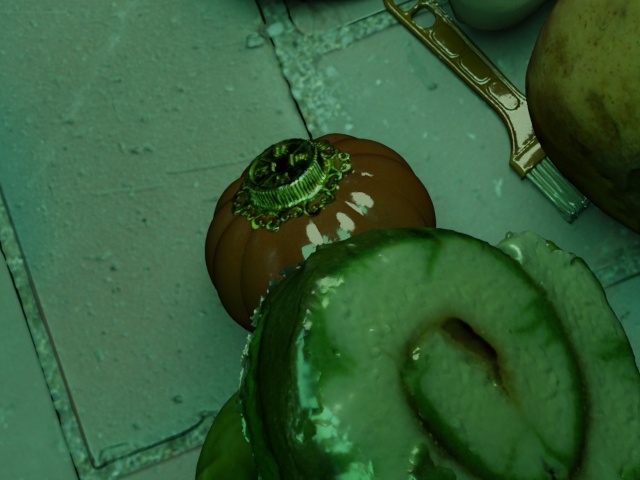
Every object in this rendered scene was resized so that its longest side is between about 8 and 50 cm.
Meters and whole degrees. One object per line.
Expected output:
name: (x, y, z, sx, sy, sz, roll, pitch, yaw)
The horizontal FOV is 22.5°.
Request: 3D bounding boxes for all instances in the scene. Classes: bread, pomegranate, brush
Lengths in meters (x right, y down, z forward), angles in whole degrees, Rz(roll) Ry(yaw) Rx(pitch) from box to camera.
bread: (0.114, 0.132, 1.322, 0.366, 0.129, 0.382, 41, 50, -16)
pomegranate: (0.348, -0.134, 1.443, 0.322, 0.322, 0.322, -2, 76, 6)
brush: (0.172, -0.155, 1.616, 0.090, 0.017, 0.314, -41, 75, -7)

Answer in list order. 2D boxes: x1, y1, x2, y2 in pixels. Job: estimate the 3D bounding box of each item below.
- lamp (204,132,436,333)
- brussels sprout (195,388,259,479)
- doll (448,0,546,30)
lamp: (0.000, 0.000, 1.504, 0.223, 0.196, 0.223, -17, 37, 13)
brussels sprout: (0.023, 0.238, 1.434, 0.271, 0.210, 0.219, 13, 55, 11)
doll: (0.242, -0.341, 1.559, 0.370, 0.226, 0.215, -10, 44, -6)
